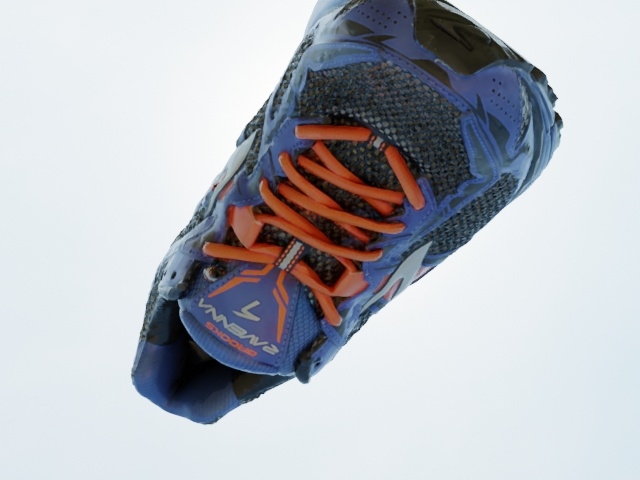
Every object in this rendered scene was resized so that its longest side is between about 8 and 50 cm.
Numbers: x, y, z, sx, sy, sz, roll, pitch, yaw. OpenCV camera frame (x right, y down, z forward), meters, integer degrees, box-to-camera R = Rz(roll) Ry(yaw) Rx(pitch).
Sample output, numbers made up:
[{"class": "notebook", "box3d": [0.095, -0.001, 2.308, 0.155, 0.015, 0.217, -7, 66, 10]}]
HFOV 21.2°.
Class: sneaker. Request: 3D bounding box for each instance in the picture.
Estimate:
[{"class": "sneaker", "box3d": [0.000, 0.000, 0.509, 0.083, 0.221, 0.087, 34, -121, 0]}]
